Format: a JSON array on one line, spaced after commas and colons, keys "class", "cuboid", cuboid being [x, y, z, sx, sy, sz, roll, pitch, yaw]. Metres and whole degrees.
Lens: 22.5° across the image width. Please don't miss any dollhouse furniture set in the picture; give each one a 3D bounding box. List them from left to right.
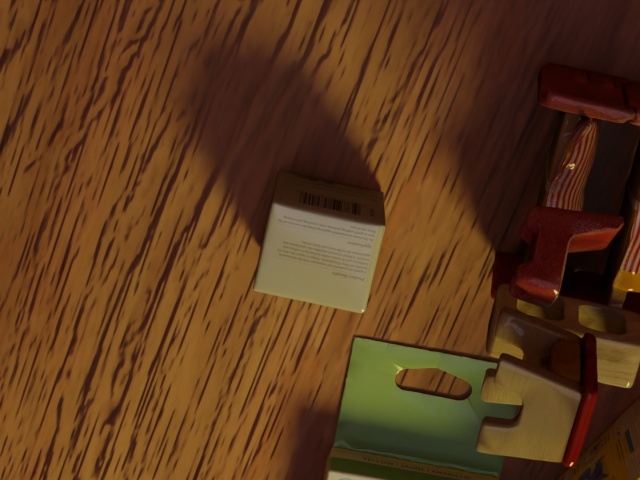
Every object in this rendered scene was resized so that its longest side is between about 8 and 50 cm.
[{"class": "dollhouse furniture set", "cuboid": [0.225, 0.011, 1.265, 0.152, 0.374, 0.201, 12, 112, 3]}]

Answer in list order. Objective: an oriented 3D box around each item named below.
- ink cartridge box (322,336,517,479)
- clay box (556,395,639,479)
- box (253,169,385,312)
[{"class": "ink cartridge box", "cuboid": [0.090, 0.221, 1.518, 0.171, 0.056, 0.235, 11, 113, 0]}, {"class": "clay box", "cuboid": [0.256, 0.247, 1.478, 0.053, 0.127, 0.222, 37, 108, -10]}, {"class": "box", "cuboid": [0.000, 0.000, 1.415, 0.101, 0.102, 0.087, 12, 108, -2]}]
